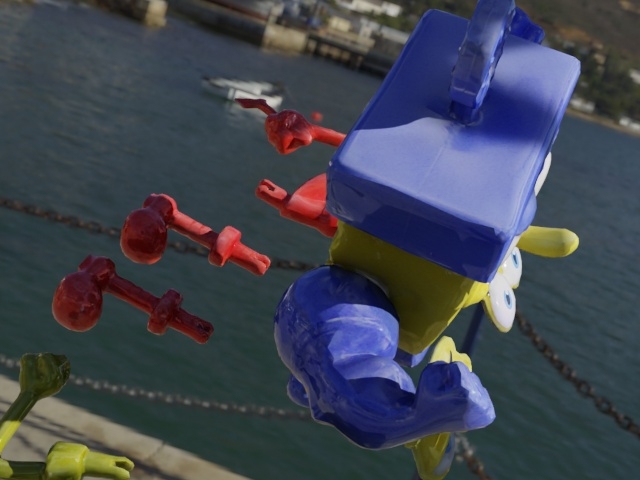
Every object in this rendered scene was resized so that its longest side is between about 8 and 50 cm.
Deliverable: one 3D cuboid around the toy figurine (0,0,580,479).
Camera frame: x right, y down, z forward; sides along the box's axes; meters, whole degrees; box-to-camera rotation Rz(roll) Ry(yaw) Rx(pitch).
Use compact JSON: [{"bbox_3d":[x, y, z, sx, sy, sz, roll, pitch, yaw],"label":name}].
[{"bbox_3d":[0.000,0.000,0.388,0.191,0.217,0.362,29,48,5],"label":"toy figurine"}]
